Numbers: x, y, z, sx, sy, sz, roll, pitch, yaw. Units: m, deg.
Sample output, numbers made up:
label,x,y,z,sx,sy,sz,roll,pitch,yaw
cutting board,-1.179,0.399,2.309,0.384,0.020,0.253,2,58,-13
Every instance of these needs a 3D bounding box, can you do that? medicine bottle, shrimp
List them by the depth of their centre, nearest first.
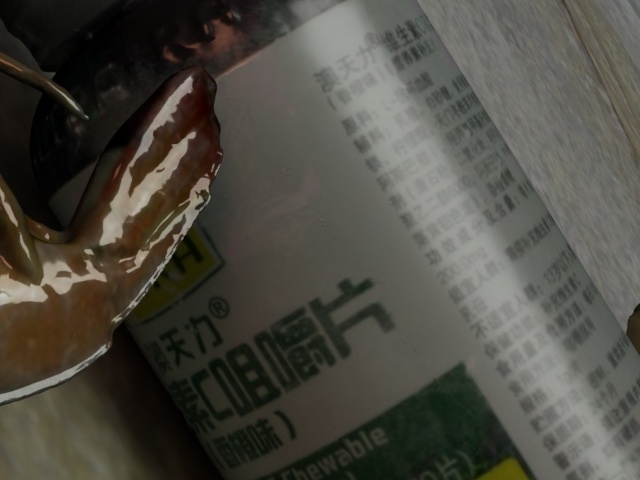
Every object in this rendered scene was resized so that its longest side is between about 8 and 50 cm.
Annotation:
label,x,y,z,sx,sy,sz,roll,pitch,yaw
shrimp,-0.081,-0.059,0.472,0.143,0.052,0.251,43,64,-16
medicine bottle,0.000,0.000,0.578,0.293,0.141,0.141,58,22,-1

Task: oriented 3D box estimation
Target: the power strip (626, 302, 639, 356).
label,x,y,z,sx,sy,sz,roll,pitch,yaw
power strip,0.189,0.158,0.875,0.198,0.064,0.213,45,39,-30
